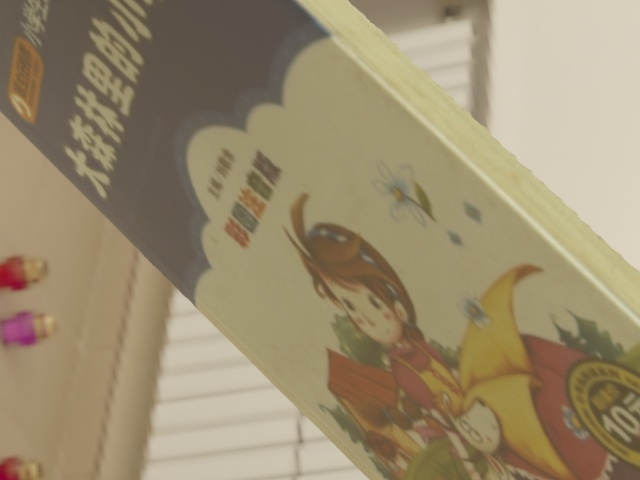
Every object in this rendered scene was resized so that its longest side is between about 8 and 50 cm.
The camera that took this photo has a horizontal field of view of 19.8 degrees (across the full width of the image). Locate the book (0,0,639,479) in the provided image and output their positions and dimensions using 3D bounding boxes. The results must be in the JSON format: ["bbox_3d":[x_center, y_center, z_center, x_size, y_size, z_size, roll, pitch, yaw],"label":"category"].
[{"bbox_3d":[0.000,0.000,0.648,0.018,0.322,0.228,-42,171,-28],"label":"book"}]
